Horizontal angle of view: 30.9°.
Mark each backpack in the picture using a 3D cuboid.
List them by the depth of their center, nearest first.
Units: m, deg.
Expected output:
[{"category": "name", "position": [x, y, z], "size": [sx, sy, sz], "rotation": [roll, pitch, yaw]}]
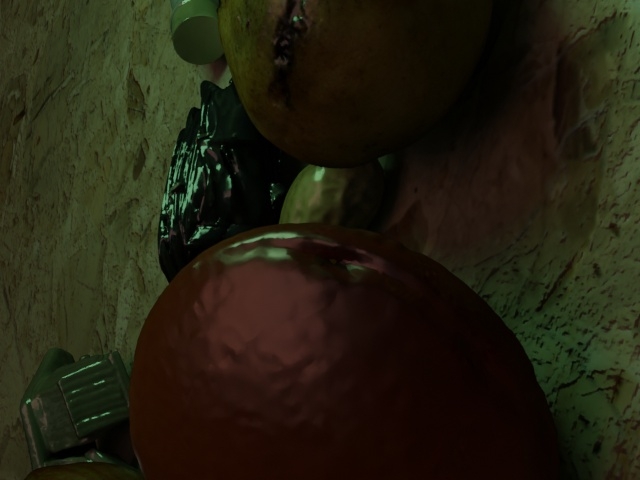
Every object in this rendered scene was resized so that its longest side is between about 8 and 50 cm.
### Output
[{"category": "backpack", "position": [-0.095, -0.062, 1.243], "size": [0.206, 0.133, 0.258], "rotation": [91, 180, -62]}]

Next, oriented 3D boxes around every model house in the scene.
[{"category": "model house", "position": [-0.300, 0.240, 1.515], "size": [0.188, 0.122, 0.229], "rotation": [-19, 80, 39]}]

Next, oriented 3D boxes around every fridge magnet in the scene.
[{"category": "fridge magnet", "position": [0.012, 0.157, 0.925], "size": [0.363, 0.155, 0.364], "rotation": [8, 112, 22]}]

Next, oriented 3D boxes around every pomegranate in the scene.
[{"category": "pomegranate", "position": [0.029, -0.200, 1.021], "size": [0.260, 0.260, 0.261], "rotation": [-18, 68, 53]}]

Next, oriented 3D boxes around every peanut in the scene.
[{"category": "peanut", "position": [0.000, 0.000, 1.140], "size": [0.098, 0.090, 0.214], "rotation": [37, 114, 47]}]

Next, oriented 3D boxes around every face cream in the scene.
[{"category": "face cream", "position": [-0.163, -0.315, 1.498], "size": [0.114, 0.070, 0.224], "rotation": [-58, 28, 30]}]

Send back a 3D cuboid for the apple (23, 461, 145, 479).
[{"category": "apple", "position": [-0.266, 0.360, 1.347], "size": [0.188, 0.211, 0.211], "rotation": [3, 85, 48]}]
